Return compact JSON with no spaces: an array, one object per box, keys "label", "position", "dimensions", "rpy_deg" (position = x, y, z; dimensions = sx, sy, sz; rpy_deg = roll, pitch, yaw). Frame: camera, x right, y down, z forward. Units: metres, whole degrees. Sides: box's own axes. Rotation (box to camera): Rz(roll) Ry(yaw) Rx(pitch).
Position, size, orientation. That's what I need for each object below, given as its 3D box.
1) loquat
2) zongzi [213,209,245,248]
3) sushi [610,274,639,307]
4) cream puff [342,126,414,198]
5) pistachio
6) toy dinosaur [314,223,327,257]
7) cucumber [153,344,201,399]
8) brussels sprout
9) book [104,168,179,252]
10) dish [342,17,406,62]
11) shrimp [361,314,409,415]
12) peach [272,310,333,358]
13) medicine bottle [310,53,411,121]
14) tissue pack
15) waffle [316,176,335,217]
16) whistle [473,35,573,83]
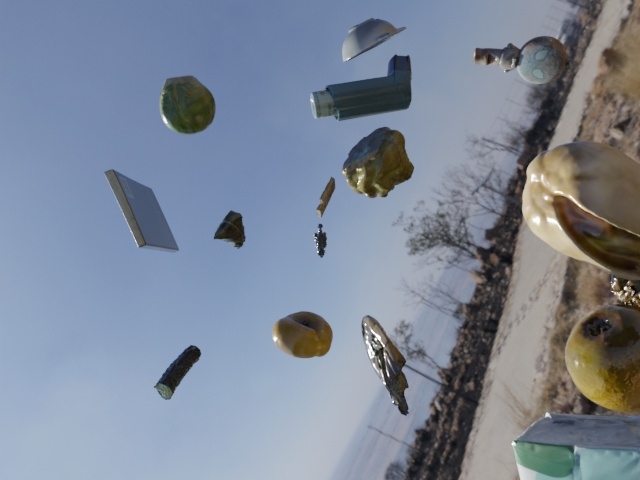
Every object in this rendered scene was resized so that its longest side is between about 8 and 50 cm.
[{"label":"loquat","position":[0.763,0.292,1.301],"dimensions":[0.275,0.274,0.275],"rpy_deg":[-56,-13,-21]},{"label":"zongzi","position":[-0.244,-0.004,1.382],"dimensions":[0.119,0.055,0.109],"rpy_deg":[-59,-27,-43]},{"label":"sushi","position":[0.895,0.106,1.386],"dimensions":[0.204,0.213,0.200],"rpy_deg":[-29,-59,-61]},{"label":"cream puff","position":[0.115,-0.135,0.982],"dimensions":[0.146,0.116,0.146],"rpy_deg":[-35,29,23]},{"label":"pistachio","position":[0.555,-0.062,1.037],"dimensions":[0.238,0.321,0.229],"rpy_deg":[-38,-17,-40]},{"label":"toy dinosaur","position":[0.000,0.000,1.917],"dimensions":[0.055,0.049,0.154],"rpy_deg":[-90,-2,-53]},{"label":"cucumber","position":[-0.381,0.347,1.398],"dimensions":[0.187,0.058,0.058],"rpy_deg":[-61,-5,-66]},{"label":"brussels sprout","position":[-0.343,-0.349,1.344],"dimensions":[0.155,0.155,0.117],"rpy_deg":[-62,25,3]},{"label":"book","position":[-0.431,-0.062,1.283],"dimensions":[0.025,0.191,0.269],"rpy_deg":[-25,-3,-1]},{"label":"dish","position":[0.159,-0.683,1.732],"dimensions":[0.236,0.086,0.228],"rpy_deg":[-10,22,49]},{"label":"shrimp","position":[0.165,0.285,1.259],"dimensions":[0.059,0.254,0.145],"rpy_deg":[-13,-45,-15]},{"label":"peach","position":[-0.050,0.274,1.506],"dimensions":[0.179,0.179,0.103],"rpy_deg":[-36,-39,-62]},{"label":"medicine bottle","position":[0.103,-0.352,1.229],"dimensions":[0.258,0.124,0.079],"rpy_deg":[-13,-14,-7]},{"label":"tissue pack","position":[0.554,0.528,0.995],"dimensions":[0.193,0.266,0.357],"rpy_deg":[-9,-94,-47]},{"label":"waffle","position":[0.019,-0.155,1.869],"dimensions":[0.092,0.021,0.135],"rpy_deg":[84,-150,-70]},{"label":"whistle","position":[0.468,-0.422,1.208],"dimensions":[0.107,0.220,0.057],"rpy_deg":[80,-152,-45]}]
